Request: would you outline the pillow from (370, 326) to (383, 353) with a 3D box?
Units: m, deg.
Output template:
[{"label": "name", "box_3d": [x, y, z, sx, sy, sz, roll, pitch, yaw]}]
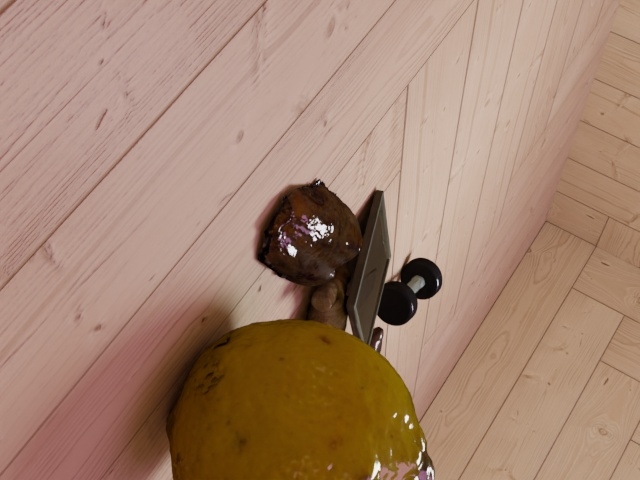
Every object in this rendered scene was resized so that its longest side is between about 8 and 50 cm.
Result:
[{"label": "pillow", "box_3d": [0.025, 0.357, 2.047, 0.305, 0.108, 0.307, -46, 158, -31]}]

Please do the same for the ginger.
[{"label": "ginger", "box_3d": [0.010, 0.147, 1.745, 0.333, 0.080, 0.166, 90, 17, -49]}]

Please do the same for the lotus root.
[{"label": "lotus root", "box_3d": [0.000, 0.000, 1.477, 0.167, 0.078, 0.329, -63, 163, 1]}]

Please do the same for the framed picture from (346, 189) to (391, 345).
[{"label": "framed picture", "box_3d": [0.096, 0.074, 1.840, 0.324, 0.020, 0.240, 73, 31, -67]}]

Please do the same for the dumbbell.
[{"label": "dumbbell", "box_3d": [0.202, 0.115, 2.186, 0.191, 0.100, 0.100, -34, 149, -54]}]

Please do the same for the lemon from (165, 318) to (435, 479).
[{"label": "lemon", "box_3d": [-0.029, 0.283, 1.355, 0.350, 0.387, 0.349, 7, 90, -81]}]
